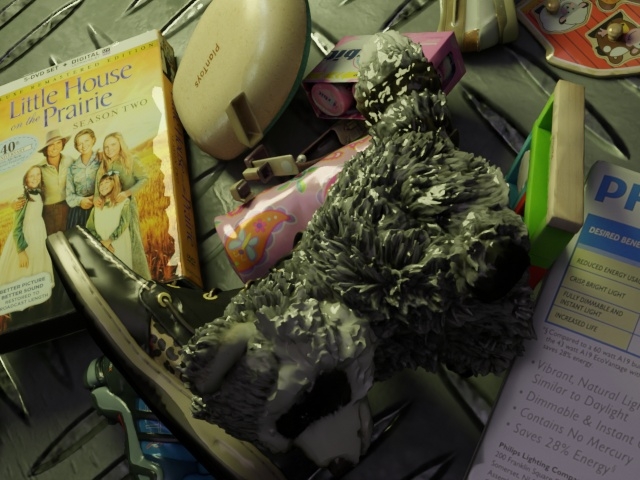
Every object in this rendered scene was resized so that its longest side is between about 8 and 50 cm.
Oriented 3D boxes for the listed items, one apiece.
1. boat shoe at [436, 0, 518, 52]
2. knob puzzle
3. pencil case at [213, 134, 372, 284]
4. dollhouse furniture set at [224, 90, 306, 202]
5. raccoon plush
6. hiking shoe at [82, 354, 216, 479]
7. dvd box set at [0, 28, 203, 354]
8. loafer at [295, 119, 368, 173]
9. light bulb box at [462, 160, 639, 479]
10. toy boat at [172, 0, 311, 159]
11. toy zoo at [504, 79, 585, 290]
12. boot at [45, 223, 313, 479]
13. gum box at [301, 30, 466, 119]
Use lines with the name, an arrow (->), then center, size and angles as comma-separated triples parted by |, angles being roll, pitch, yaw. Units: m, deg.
boat shoe -> 0.176, -0.400, 0.968 | 0.103, 0.113, 0.302 | -14, 88, 10
knob puzzle -> 0.378, -0.295, 0.959 | 0.213, 0.030, 0.213 | -4, 72, 13
pencil case -> 0.008, -0.042, 0.932 | 0.284, 0.124, 0.124 | -30, 68, 3
dollhouse furniture set -> -0.074, -0.118, 0.887 | 0.081, 0.114, 0.091 | -2, 33, 37
raccoon plush -> 0.000, 0.000, 0.712 | 0.299, 0.216, 0.446 | -11, 45, -6
hiking shoe -> -0.169, 0.224, 0.885 | 0.132, 0.113, 0.304 | -48, 68, 8
dvd box set -> -0.334, -0.080, 1.024 | 0.307, 0.062, 0.421 | -16, 61, 9
loafer -> 0.019, -0.133, 0.995 | 0.125, 0.039, 0.045 | -40, 67, 0
light bulb box -> 0.365, 0.171, 0.712 | 0.357, 0.225, 0.361 | 22, 79, 20
toy boat -> -0.114, -0.286, 1.014 | 0.267, 0.148, 0.318 | -47, 58, 36
toy zoo -> 0.204, -0.002, 0.789 | 0.030, 0.293, 0.192 | 17, 51, 0
boot -> -0.088, 0.068, 0.805 | 0.284, 0.138, 0.377 | -40, 71, -22
gum box -> 0.084, -0.210, 0.937 | 0.188, 0.062, 0.107 | 10, 50, 41
